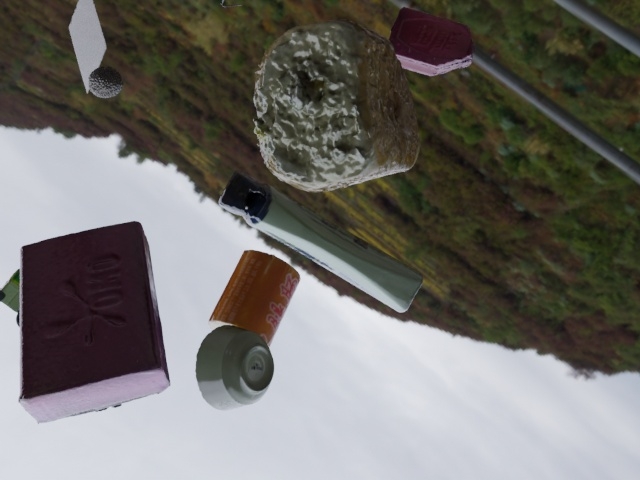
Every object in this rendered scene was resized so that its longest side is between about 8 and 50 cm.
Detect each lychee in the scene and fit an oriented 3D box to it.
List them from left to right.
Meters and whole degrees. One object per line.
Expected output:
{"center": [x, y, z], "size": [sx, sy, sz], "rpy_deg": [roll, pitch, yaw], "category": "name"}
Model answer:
{"center": [-0.478, -0.350, 1.505], "size": [0.083, 0.068, 0.067], "rpy_deg": [15, 144, 22], "category": "lychee"}

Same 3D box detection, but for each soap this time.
{"center": [-0.317, 0.102, 0.943], "size": [0.081, 0.181, 0.260], "rpy_deg": [89, 167, -53], "category": "soap"}
{"center": [0.326, -0.570, 1.980], "size": [0.249, 0.162, 0.099], "rpy_deg": [17, 172, 7], "category": "soap"}

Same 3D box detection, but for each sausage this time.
{"center": [-0.223, 0.210, 2.328], "size": [0.233, 0.287, 0.233], "rpy_deg": [23, 158, 10], "category": "sausage"}

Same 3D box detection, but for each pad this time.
{"center": [-0.569, -0.498, 1.654], "size": [0.003, 0.158, 0.235], "rpy_deg": [0, -124, -39], "category": "pad"}

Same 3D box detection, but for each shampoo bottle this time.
{"center": [0.000, 0.000, 1.134], "size": [0.359, 0.078, 0.134], "rpy_deg": [31, -178, -2], "category": "shampoo bottle"}

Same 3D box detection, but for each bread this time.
{"center": [0.009, -0.162, 0.848], "size": [0.246, 0.176, 0.196], "rpy_deg": [-18, -83, -66], "category": "bread"}

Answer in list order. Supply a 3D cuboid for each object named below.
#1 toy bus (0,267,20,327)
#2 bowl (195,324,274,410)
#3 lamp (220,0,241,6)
{"center": [-0.527, 0.145, 1.437], "size": [0.276, 0.165, 0.133], "rpy_deg": [41, 172, -10], "category": "toy bus"}
{"center": [-0.189, 0.308, 1.638], "size": [0.112, 0.212, 0.211], "rpy_deg": [-6, 158, 38], "category": "bowl"}
{"center": [-0.195, -0.542, 1.467], "size": [0.041, 0.054, 0.121], "rpy_deg": [63, 176, -1], "category": "lamp"}
